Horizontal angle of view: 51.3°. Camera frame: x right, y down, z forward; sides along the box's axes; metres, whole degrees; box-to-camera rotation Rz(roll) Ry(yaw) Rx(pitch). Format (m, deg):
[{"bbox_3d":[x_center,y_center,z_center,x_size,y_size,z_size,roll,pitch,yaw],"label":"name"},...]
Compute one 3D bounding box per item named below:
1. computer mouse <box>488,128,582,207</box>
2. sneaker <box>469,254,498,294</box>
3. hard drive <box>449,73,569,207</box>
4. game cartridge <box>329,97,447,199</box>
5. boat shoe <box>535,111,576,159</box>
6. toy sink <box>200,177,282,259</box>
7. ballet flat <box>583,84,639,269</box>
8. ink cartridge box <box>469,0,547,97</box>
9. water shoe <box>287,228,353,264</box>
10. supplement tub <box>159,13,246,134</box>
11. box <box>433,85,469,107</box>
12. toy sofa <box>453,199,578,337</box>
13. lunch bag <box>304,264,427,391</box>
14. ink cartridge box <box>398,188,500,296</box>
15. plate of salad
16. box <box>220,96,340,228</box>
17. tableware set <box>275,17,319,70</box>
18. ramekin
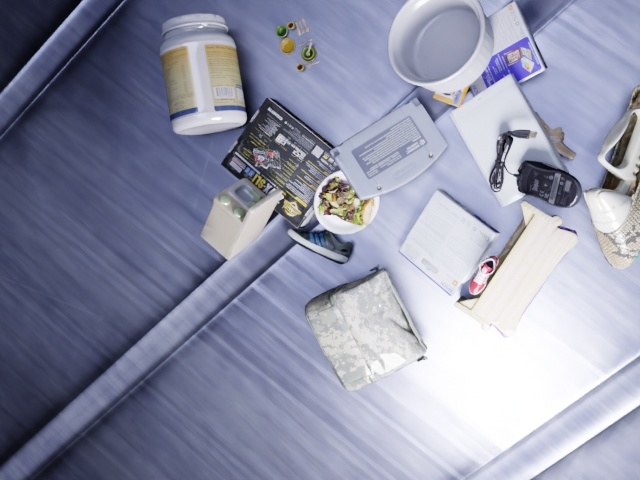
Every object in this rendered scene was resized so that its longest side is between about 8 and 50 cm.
[{"bbox_3d":[0.577,-0.197,1.757,0.262,0.060,0.184,20,118,40],"label":"computer mouse"},{"bbox_3d":[0.426,0.092,1.751,0.042,0.067,0.118,32,101,15],"label":"sneaker"},{"bbox_3d":[0.515,-0.271,1.835,0.203,0.040,0.308,-31,85,35],"label":"hard drive"},{"bbox_3d":[0.201,-0.251,1.905,0.297,0.062,0.198,-31,90,-3],"label":"game cartridge"},{"bbox_3d":[0.635,-0.287,1.818,0.170,0.063,0.059,41,109,9],"label":"boat shoe"},{"bbox_3d":[-0.239,-0.085,1.974,0.131,0.153,0.234,41,135,8],"label":"toy sink"},{"bbox_3d":[0.785,-0.173,1.727,0.182,0.164,0.483,12,97,-25],"label":"ballet flat"},{"bbox_3d":[0.488,-0.514,1.837,0.208,0.045,0.206,-24,87,34],"label":"ink cartridge box"},{"bbox_3d":[0.000,0.000,2.019,0.203,0.073,0.080,26,82,6],"label":"water shoe"},{"bbox_3d":[-0.352,-0.488,1.982,0.228,0.228,0.316,-8,92,15],"label":"supplement tub"},{"bbox_3d":[0.380,-0.448,1.861,0.081,0.028,0.136,29,102,33],"label":"box"},{"bbox_3d":[0.538,0.079,1.828,0.177,0.150,0.363,33,101,14],"label":"toy sofa"},{"bbox_3d":[0.139,0.253,1.918,0.256,0.212,0.305,-27,88,16],"label":"lunch bag"},{"bbox_3d":[0.359,0.006,1.884,0.223,0.045,0.224,43,114,29],"label":"ink cartridge box"},{"bbox_3d":[0.080,-0.109,1.953,0.199,0.048,0.200,-4,111,-11],"label":"plate of salad"},{"bbox_3d":[-0.105,-0.235,2.015,0.322,0.079,0.257,39,105,9],"label":"box"},{"bbox_3d":[-0.073,-0.586,2.005,0.104,0.024,0.154,-19,90,16],"label":"tableware set"},{"bbox_3d":[0.333,-0.537,1.806,0.277,0.135,0.277,-5,81,33],"label":"ramekin"}]
